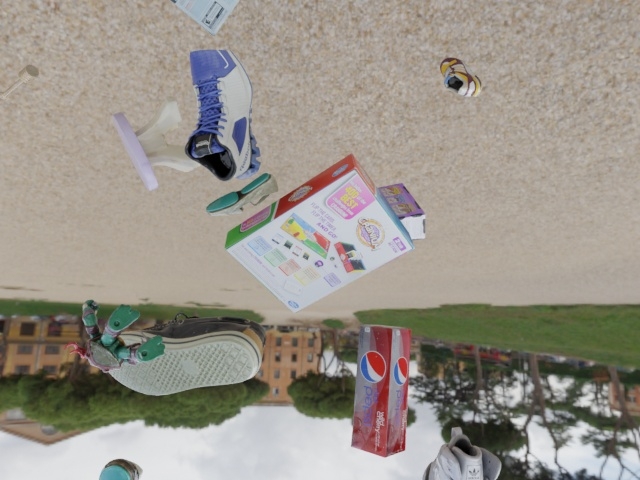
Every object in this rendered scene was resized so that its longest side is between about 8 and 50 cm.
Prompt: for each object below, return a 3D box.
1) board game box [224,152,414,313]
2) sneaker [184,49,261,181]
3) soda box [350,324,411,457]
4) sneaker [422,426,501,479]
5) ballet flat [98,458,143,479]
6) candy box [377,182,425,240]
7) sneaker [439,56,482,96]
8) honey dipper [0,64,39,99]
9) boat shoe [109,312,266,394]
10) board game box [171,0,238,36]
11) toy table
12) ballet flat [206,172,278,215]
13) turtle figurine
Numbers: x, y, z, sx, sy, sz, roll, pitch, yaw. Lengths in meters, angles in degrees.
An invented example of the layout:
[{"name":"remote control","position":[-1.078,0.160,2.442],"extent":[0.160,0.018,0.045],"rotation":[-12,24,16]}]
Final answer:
[{"name":"board game box","position":[0.000,0.000,0.975],"extent":[0.317,0.064,0.242],"rotation":[-30,123,17]},{"name":"sneaker","position":[-0.232,-0.274,1.065],"extent":[0.128,0.315,0.182],"rotation":[-5,-159,17]},{"name":"soda box","position":[0.134,0.318,1.006],"extent":[0.092,0.263,0.084],"rotation":[-2,170,40]},{"name":"sneaker","position":[0.343,0.621,1.067],"extent":[0.138,0.210,0.365],"rotation":[6,-156,-9]},{"name":"ballet flat","position":[-0.513,0.617,1.170],"extent":[0.095,0.280,0.096],"rotation":[38,-155,8]},{"name":"candy box","position":[0.127,-0.056,1.100],"extent":[0.197,0.070,0.164],"rotation":[-11,-147,-3]},{"name":"sneaker","position":[0.392,-0.485,1.361],"extent":[0.084,0.185,0.069],"rotation":[-7,134,-25]},{"name":"honey dipper","position":[-0.714,-0.368,1.091],"extent":[0.161,0.030,0.030],"rotation":[-13,163,35]},{"name":"boat shoe","position":[-0.369,0.297,1.247],"extent":[0.501,0.186,0.156],"rotation":[-9,-164,19]},{"name":"board game box","position":[-0.292,-0.639,1.000],"extent":[0.303,0.097,0.224],"rotation":[35,112,-25]},{"name":"toy table","position":[-0.457,-0.273,1.299],"extent":[0.161,0.274,0.252],"rotation":[-25,159,-19]},{"name":"ballet flat","position":[-0.168,-0.087,1.015],"extent":[0.168,0.057,0.052],"rotation":[-28,126,3]},{"name":"turtle figurine","position":[-0.395,0.197,0.901],"extent":[0.175,0.118,0.234],"rotation":[39,144,-24]}]
